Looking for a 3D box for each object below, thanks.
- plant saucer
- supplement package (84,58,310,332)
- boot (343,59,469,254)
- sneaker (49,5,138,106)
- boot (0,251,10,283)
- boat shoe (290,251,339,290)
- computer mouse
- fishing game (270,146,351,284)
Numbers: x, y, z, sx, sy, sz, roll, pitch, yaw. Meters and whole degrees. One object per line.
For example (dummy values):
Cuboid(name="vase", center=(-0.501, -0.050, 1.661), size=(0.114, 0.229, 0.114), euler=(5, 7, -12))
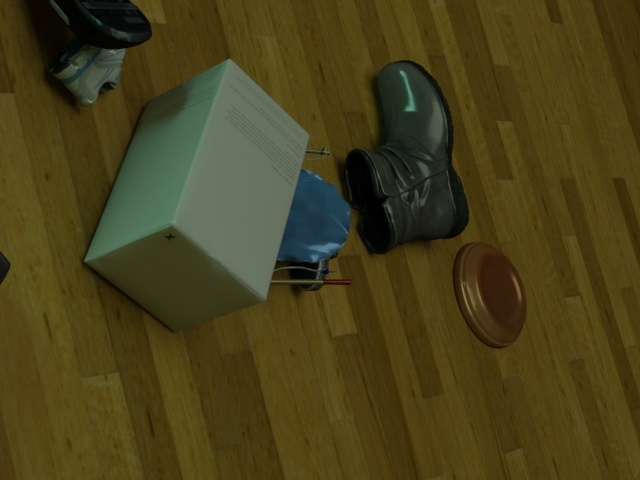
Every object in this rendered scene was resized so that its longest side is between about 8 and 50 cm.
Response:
Cuboid(name="plant saucer", center=(0.315, 0.095, 2.301), size=(0.200, 0.037, 0.200), euler=(26, 53, -41))
Cuboid(name="supplement package", center=(-0.158, -0.059, 1.688), size=(0.177, 0.175, 0.293), euler=(43, 44, -31))
Cuboid(name="boot", center=(0.125, -0.152, 2.136), size=(0.223, 0.118, 0.338), euler=(-6, 73, -46))
Cuboid(name="sneaker", center=(-0.294, -0.249, 1.719), size=(0.083, 0.071, 0.190), euler=(61, 40, -29))
Cuboid(name="boot", center=(-0.480, 0.012, 1.331), size=(0.280, 0.096, 0.264), euler=(47, 43, -24))
Cuboid(name="boat shoe", center=(0.000, 0.000, 1.941), size=(0.066, 0.066, 0.183), euler=(30, 51, -41))
Cuboid(name="computer mouse", center=(-0.296, -0.324, 1.689), size=(0.262, 0.060, 0.184), euler=(43, 32, 23))
Cuboid(name="fishing game", center=(-0.047, -0.036, 1.877), size=(0.189, 0.041, 0.264), euler=(0, 54, -19))
